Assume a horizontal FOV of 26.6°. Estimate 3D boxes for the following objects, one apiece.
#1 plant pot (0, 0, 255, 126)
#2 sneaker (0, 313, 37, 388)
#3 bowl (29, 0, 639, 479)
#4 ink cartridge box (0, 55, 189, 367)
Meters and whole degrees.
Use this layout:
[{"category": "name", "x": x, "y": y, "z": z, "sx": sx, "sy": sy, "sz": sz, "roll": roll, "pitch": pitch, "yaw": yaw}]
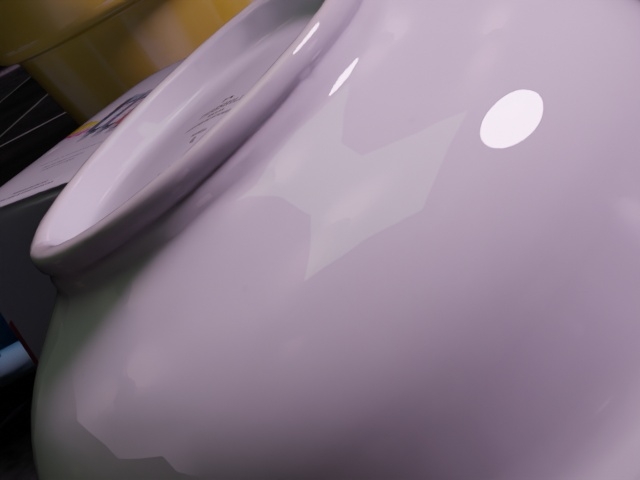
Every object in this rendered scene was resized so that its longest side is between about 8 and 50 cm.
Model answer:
[{"category": "plant pot", "x": -0.113, "y": -0.162, "z": 1.014, "sx": 0.254, "sy": 0.239, "sz": 0.254, "roll": -27, "pitch": 18, "yaw": 10}, {"category": "sneaker", "x": -0.260, "y": 0.043, "z": 0.742, "sx": 0.150, "sy": 0.135, "sz": 0.366, "roll": -11, "pitch": 8, "yaw": 44}, {"category": "bowl", "x": 0.000, "y": 0.000, "z": 0.454, "sx": 0.298, "sy": 0.134, "sz": 0.298, "roll": -39, "pitch": 17, "yaw": 15}, {"category": "ink cartridge box", "x": -0.072, "y": -0.012, "z": 0.712, "sx": 0.127, "sy": 0.128, "sz": 0.176, "roll": -15, "pitch": 22, "yaw": 41}]
